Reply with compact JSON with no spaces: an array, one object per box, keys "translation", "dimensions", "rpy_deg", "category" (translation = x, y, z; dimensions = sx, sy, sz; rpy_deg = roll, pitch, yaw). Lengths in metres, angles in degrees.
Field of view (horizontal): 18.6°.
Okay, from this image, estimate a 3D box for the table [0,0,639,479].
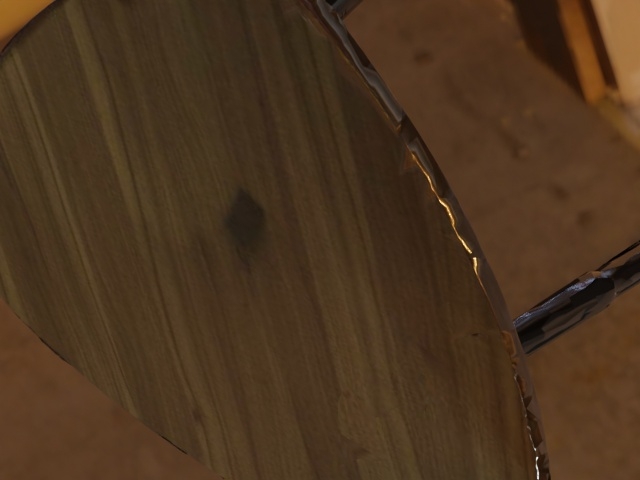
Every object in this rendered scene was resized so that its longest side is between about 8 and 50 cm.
[{"translation":[0.019,-0.055,0.881],"dimensions":[0.317,0.317,0.249],"rpy_deg":[16,-134,34],"category":"table"}]
